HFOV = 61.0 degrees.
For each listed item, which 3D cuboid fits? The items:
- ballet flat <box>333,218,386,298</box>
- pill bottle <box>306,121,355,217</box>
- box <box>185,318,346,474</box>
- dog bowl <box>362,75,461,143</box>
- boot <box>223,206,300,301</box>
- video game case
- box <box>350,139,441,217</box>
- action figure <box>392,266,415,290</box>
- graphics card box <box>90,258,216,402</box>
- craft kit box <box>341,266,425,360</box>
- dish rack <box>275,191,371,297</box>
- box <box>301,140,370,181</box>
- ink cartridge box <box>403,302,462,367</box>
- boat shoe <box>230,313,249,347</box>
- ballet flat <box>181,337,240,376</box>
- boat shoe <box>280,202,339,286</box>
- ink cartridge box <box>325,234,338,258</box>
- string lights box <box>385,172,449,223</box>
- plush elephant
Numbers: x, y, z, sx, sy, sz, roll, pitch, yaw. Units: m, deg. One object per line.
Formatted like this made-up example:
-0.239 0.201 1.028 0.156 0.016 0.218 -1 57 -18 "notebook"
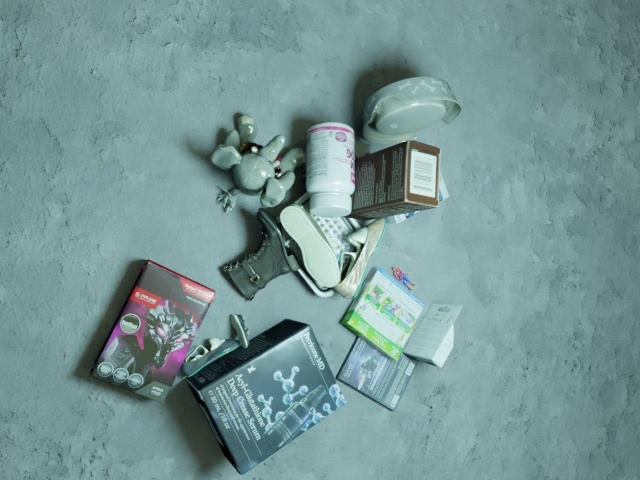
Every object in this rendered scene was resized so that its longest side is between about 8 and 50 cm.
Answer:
0.127 0.042 1.858 0.106 0.107 0.316 27 77 -15 "ballet flat"
0.033 -0.228 1.781 0.160 0.160 0.283 6 77 -24 "pill bottle"
-0.172 0.476 1.721 0.395 0.212 0.293 -29 99 -23 "box"
0.309 -0.457 1.910 0.349 0.349 0.102 -5 77 -24 "dog bowl"
-0.211 0.050 1.749 0.229 0.091 0.263 -26 105 4 "boot"
0.210 0.478 1.995 0.274 0.026 0.196 34 75 -19 "video game case"
0.212 -0.180 1.754 0.143 0.381 0.191 8 83 -31 "box"
0.311 0.140 2.051 0.115 0.030 0.038 43 77 -15 "action figure"
-0.501 0.272 1.641 0.233 0.094 0.371 29 79 -19 "graphics card box"
0.234 0.267 1.983 0.250 0.061 0.246 40 65 -17 "craft kit box"
0.000 0.000 1.891 0.285 0.072 0.333 -42 105 -20 "dish rack"
0.058 -0.276 1.934 0.231 0.056 0.183 12 84 -24 "box"
0.428 0.345 2.008 0.066 0.189 0.232 45 71 -17 "ink cartridge box"
-0.252 0.291 1.757 0.038 0.046 0.125 -3 45 -36 "boat shoe"
-0.353 0.353 1.722 0.203 0.074 0.074 -30 100 -20 "ballet flat"
-0.023 0.011 1.785 0.109 0.091 0.305 -28 102 17 "boat shoe"
0.031 0.022 1.851 0.048 0.028 0.083 -2 90 -25 "ink cartridge box"
0.347 -0.173 2.050 0.260 0.077 0.133 -27 100 -22 "string lights box"
-0.194 -0.239 1.705 0.272 0.255 0.330 38 76 -14 "plush elephant"
